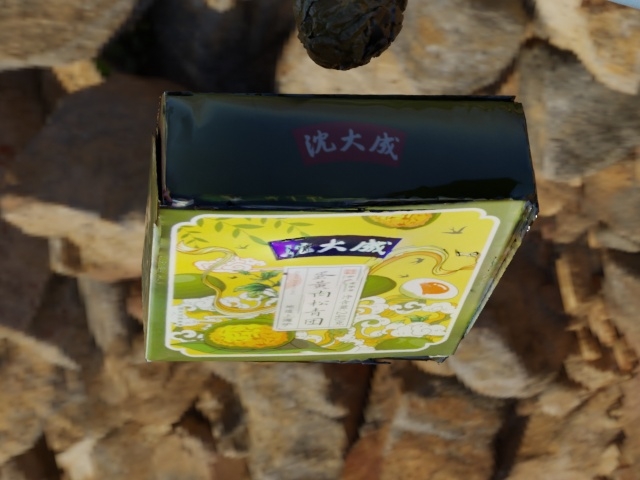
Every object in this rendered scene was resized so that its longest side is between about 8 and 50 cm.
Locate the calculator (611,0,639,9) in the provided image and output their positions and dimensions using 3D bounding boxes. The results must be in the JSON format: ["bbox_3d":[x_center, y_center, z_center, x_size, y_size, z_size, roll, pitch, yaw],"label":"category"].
[{"bbox_3d":[0.261,-0.238,1.271,0.039,0.210,0.121,-4,83,43],"label":"calculator"}]

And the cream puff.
[{"bbox_3d":[0.031,-0.233,1.686,0.104,0.119,0.133,34,121,19],"label":"cream puff"}]

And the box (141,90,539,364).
[{"bbox_3d":[0.000,0.000,1.748,0.373,0.420,0.138,1,63,-8],"label":"box"}]
